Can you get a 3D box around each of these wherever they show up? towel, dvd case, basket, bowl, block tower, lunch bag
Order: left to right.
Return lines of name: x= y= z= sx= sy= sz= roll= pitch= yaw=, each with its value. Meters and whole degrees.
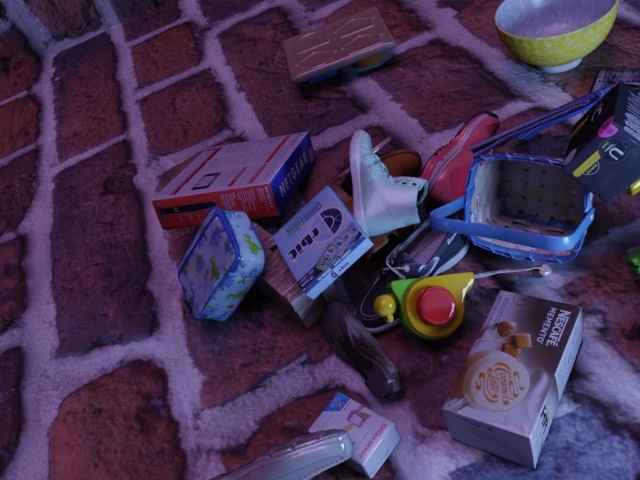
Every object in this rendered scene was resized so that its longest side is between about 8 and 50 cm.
lunch bag: x=-0.214 y=0.050 z=1.388 sx=0.219 sy=0.090 sz=0.176 roll=-52 pitch=47 yaw=32
block tower: x=-0.097 y=0.063 z=1.413 sx=0.097 sy=0.091 sz=0.335 roll=-40 pitch=43 yaw=-17
basket: x=0.371 y=-0.055 z=1.211 sx=0.254 sy=0.201 sz=0.289 roll=15 pitch=23 yaw=36
towel: x=0.464 y=-0.242 z=1.340 sx=0.243 sy=0.040 sz=0.336 roll=-23 pitch=2 yaw=37
bowl: x=0.587 y=-0.515 z=1.659 sx=0.289 sy=0.156 sz=0.289 roll=-13 pitch=42 yaw=12
dvd case: x=0.728 y=-0.340 z=1.512 sx=0.221 sy=0.018 sz=0.164 roll=7 pitch=48 yaw=32

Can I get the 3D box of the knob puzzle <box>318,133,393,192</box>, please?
knob puzzle: x=0.103 y=-0.182 z=1.541 sx=0.213 sy=0.030 sz=0.213 roll=-37 pitch=4 yaw=3

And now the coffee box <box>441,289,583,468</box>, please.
coffee box: x=0.311 y=0.211 z=1.055 sx=0.141 sy=0.098 sz=0.246 roll=13 pitch=52 yaw=35

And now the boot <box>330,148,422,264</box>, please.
boot: x=0.152 y=-0.075 z=1.439 sx=0.283 sy=0.109 sz=0.220 roll=-25 pitch=47 yaw=-19

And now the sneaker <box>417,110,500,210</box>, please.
sneaker: x=0.330 y=-0.166 z=1.471 sx=0.136 sy=0.116 sz=0.314 roll=40 pitch=55 yaw=10

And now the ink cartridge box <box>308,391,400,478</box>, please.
ink cartridge box: x=0.056 y=0.318 z=1.096 sx=0.122 sy=0.052 sz=0.088 roll=21 pitch=58 yaw=38

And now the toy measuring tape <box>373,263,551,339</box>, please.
toy measuring tape: x=0.259 y=0.115 z=1.200 sx=0.330 sy=0.121 sz=0.121 roll=-6 pitch=40 yaw=-7

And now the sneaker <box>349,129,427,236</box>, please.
sneaker: x=0.141 y=-0.126 z=1.366 sx=0.151 sy=0.094 sz=0.256 roll=-10 pitch=60 yaw=11

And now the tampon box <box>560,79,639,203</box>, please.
tampon box: x=0.491 y=-0.166 z=1.115 sx=0.101 sy=0.120 sz=0.161 roll=36 pitch=44 yaw=-1

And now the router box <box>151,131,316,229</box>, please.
router box: x=-0.199 y=-0.151 z=1.624 sx=0.301 sy=0.082 sz=0.335 roll=-6 pitch=27 yaw=20

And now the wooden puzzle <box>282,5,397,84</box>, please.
wooden puzzle: x=0.055 y=-0.588 z=2.055 sx=0.322 sy=0.080 sz=0.348 roll=-19 pitch=36 yaw=5

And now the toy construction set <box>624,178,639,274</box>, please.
toy construction set: x=0.586 y=-0.072 z=1.167 sx=0.237 sy=0.257 sz=0.309 roll=-37 pitch=20 yaw=3

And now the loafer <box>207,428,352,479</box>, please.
loafer: x=-0.086 y=0.393 z=1.037 sx=0.319 sy=0.112 sz=0.111 roll=-29 pitch=80 yaw=9

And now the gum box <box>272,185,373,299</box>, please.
gum box: x=0.000 y=0.000 z=1.297 sx=0.157 sy=0.041 sz=0.184 roll=-43 pitch=40 yaw=8

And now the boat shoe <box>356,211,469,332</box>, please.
boat shoe: x=0.171 y=0.051 z=1.297 sx=0.114 sy=0.091 sz=0.302 roll=23 pitch=58 yaw=41

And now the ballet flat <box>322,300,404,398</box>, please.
ballet flat: x=0.077 y=0.195 z=1.215 sx=0.058 sy=0.084 sz=0.250 roll=0 pitch=28 yaw=-31
